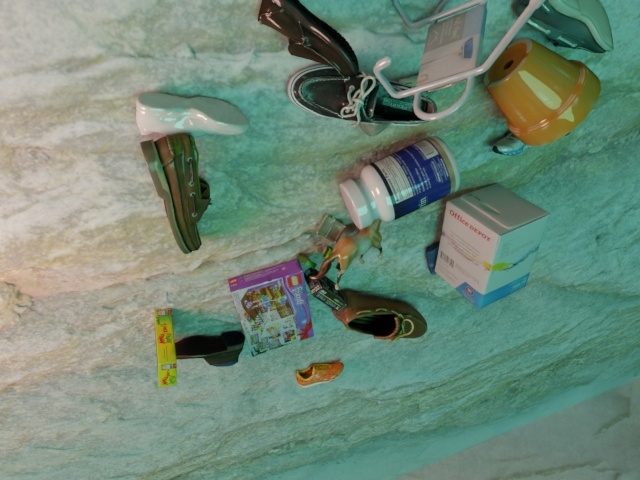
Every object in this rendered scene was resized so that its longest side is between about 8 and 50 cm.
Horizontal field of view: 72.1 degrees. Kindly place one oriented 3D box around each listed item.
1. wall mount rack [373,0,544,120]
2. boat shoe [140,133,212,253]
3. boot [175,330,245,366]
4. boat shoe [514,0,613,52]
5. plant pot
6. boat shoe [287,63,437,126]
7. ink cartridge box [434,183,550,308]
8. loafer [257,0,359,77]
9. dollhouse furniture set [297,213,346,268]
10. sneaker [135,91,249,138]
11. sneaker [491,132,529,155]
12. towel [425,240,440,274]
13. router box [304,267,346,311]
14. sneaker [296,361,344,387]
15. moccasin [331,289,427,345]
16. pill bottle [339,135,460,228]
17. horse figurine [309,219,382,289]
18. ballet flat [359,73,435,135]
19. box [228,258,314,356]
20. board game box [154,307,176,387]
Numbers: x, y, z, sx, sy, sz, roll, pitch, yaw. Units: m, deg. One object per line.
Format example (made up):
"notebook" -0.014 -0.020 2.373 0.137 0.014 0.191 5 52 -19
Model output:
"wall mount rack" 0.254 -0.390 0.764 0.304 0.349 0.130 -6 148 39
"boat shoe" -0.278 -0.084 0.927 0.105 0.110 0.307 -19 146 -15
"boot" -0.330 0.336 1.282 0.220 0.082 0.106 -4 125 -24
"boat shoe" 0.568 -0.503 1.010 0.320 0.116 0.099 6 167 -36
"plant pot" 0.492 -0.356 1.019 0.188 0.205 0.205 31 111 -22
"boat shoe" 0.086 -0.286 0.900 0.307 0.105 0.113 12 111 -10
"ink cartridge box" 0.485 0.012 1.277 0.197 0.198 0.269 -20 131 -21
"loafer" -0.023 -0.375 0.822 0.220 0.080 0.078 37 122 -11
"dollhouse furniture set" 0.000 0.000 1.194 0.076 0.059 0.151 27 93 -29
"sneaker" -0.251 -0.230 0.874 0.213 0.080 0.094 5 136 -19
"sneaker" 0.539 -0.286 1.177 0.191 0.071 0.082 -22 126 -17
"towel" 0.369 0.056 1.397 0.067 0.029 0.119 -27 134 -4
"router box" 0.012 0.141 1.266 0.038 0.092 0.122 -42 131 12
"sneaker" 0.002 0.463 1.546 0.175 0.064 0.067 -16 122 -15
"moccasin" 0.211 0.262 1.414 0.380 0.147 0.139 26 113 -37
"pill bottle" 0.190 -0.137 1.079 0.265 0.153 0.153 -24 132 -3
"horse figurine" 0.093 0.027 1.183 0.263 0.066 0.174 -30 142 -26
"ballet flat" 0.177 -0.317 0.980 0.213 0.072 0.068 -37 138 9
"box" -0.134 0.201 1.274 0.201 0.057 0.293 -16 131 -11
"board game box" -0.399 0.272 1.130 0.043 0.181 0.092 -2 127 -22
